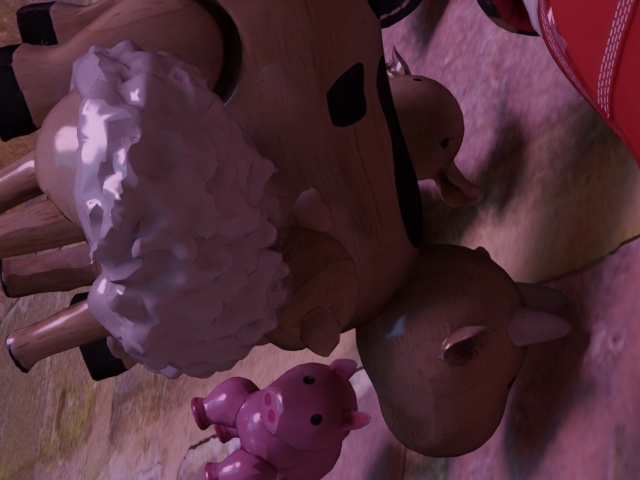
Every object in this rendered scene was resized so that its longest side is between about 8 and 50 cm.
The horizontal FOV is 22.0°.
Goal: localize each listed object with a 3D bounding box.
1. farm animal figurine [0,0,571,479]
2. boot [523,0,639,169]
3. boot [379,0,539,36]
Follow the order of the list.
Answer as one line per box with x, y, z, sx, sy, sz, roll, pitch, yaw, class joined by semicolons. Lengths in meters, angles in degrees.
0.000;0.000;0.643;0.330;0.172;0.326;-96;-12;-54;farm animal figurine
0.146;-0.104;0.430;0.176;0.088;0.244;-107;32;-46;boot
0.060;-0.182;0.664;0.284;0.138;0.377;-101;25;-44;boot
